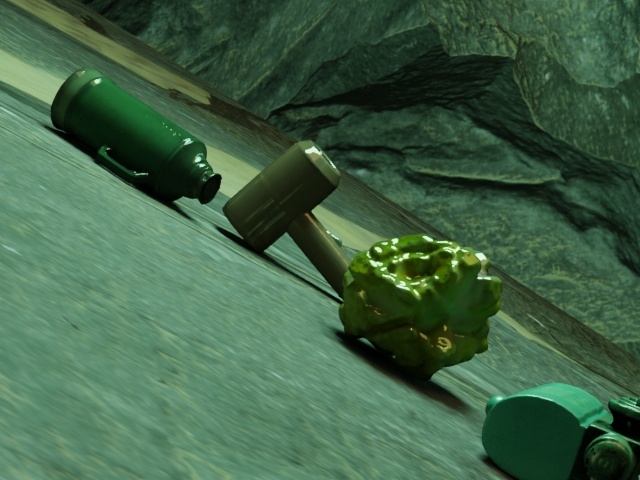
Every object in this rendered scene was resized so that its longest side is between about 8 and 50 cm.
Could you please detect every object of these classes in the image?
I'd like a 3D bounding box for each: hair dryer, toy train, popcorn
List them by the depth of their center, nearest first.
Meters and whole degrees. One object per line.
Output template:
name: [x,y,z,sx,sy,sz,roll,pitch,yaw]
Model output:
toy train: [0.211,0.160,1.466,0.159,0.101,0.248,18,2,13]
popcorn: [0.086,0.055,1.584,0.145,0.126,0.125,-11,17,-38]
hair dryer: [0.000,0.000,1.787,0.182,0.117,0.064,51,6,3]

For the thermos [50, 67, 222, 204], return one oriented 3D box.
thermos: [-0.179,-0.098,1.780,0.187,0.073,0.083,33,5,24]
